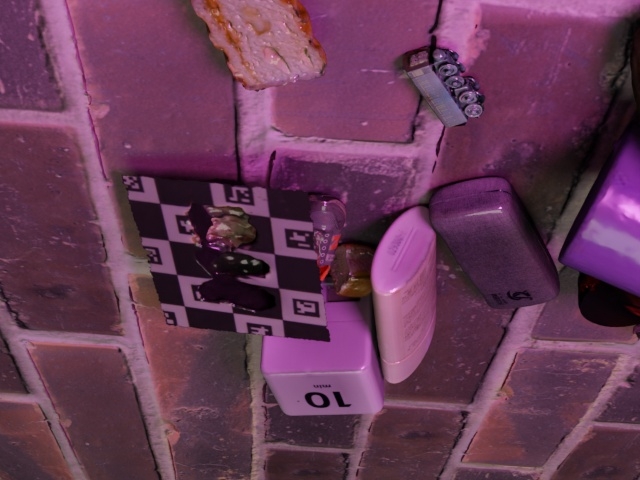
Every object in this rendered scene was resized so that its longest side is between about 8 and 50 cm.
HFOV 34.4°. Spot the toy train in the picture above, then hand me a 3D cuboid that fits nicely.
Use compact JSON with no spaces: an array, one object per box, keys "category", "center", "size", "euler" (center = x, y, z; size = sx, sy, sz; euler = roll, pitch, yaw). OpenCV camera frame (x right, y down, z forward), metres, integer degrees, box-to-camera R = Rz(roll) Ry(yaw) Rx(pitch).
[{"category":"toy train","center":[0.166,-0.200,1.348],"size":[0.071,0.038,0.148],"euler":[-12,147,27]}]

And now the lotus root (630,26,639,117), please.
[{"category":"lotus root","center":[0.460,-0.152,1.224],"size":[0.160,0.152,0.274],"euler":[-30,105,-10]}]

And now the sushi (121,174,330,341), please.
[{"category":"sushi","center":[-0.133,0.002,1.667],"size":[0.297,0.100,0.373],"euler":[5,139,12]}]

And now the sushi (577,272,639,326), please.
[{"category":"sushi","center":[0.494,0.045,1.601],"size":[0.136,0.126,0.225],"euler":[36,147,-10]}]

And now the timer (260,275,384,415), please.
[{"category":"timer","center":[0.009,0.190,1.855],"size":[0.193,0.194,0.195],"euler":[-3,147,10]}]

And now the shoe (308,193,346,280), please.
[{"category":"shoe","center":[0.000,-0.001,1.652],"size":[0.074,0.077,0.194],"euler":[5,149,-3]}]

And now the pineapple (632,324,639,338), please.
[{"category":"pineapple","center":[0.645,0.163,1.838],"size":[0.248,0.128,0.128],"euler":[24,144,-21]}]

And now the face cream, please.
[{"category":"face cream","center":[0.144,0.099,1.724],"size":[0.081,0.173,0.348],"euler":[20,154,17]}]

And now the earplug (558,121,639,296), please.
[{"category":"earplug","center":[0.564,0.034,1.374],"size":[0.456,0.215,0.215],"euler":[27,149,8]}]

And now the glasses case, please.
[{"category":"glasses case","center":[0.284,0.011,1.651],"size":[0.131,0.074,0.323],"euler":[-11,147,24]}]

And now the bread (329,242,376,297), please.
[{"category":"bread","center":[0.061,0.049,1.738],"size":[0.070,0.076,0.083],"euler":[4,150,-24]}]

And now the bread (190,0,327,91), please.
[{"category":"bread","center":[-0.070,-0.262,1.225],"size":[0.128,0.087,0.232],"euler":[2,157,19]}]
